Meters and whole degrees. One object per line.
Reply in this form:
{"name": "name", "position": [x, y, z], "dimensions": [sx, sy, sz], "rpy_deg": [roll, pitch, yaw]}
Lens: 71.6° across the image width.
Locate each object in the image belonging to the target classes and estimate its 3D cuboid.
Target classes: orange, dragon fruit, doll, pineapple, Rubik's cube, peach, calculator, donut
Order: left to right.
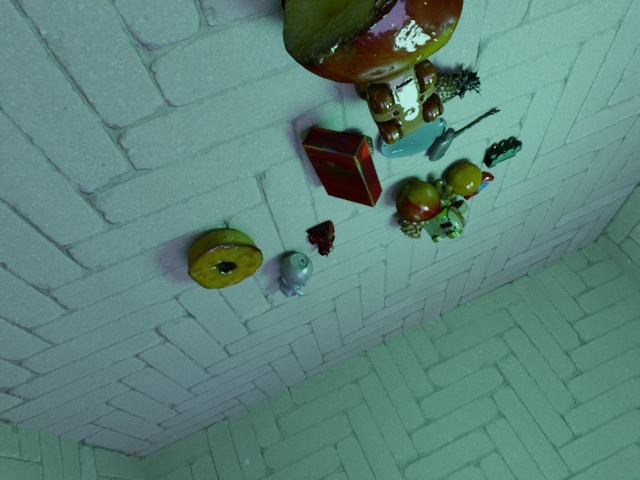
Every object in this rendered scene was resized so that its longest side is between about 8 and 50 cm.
{"name": "donut", "position": [-0.372, 0.066, 1.706], "dimensions": [0.303, 0.110, 0.302], "rpy_deg": [-19, 149, -12]}
{"name": "doll", "position": [-0.124, 0.168, 2.022], "dimensions": [0.151, 0.150, 0.287], "rpy_deg": [-13, 152, -23]}
{"name": "dragon fruit", "position": [0.010, 0.014, 1.933], "dimensions": [0.123, 0.092, 0.192], "rpy_deg": [-18, 147, -16]}
{"name": "Rubik's cube", "position": [0.137, -0.324, 1.550], "dimensions": [0.093, 0.111, 0.111], "rpy_deg": [-8, 151, 15]}
{"name": "peach", "position": [0.112, -0.530, 1.013], "dimensions": [0.417, 0.338, 0.353], "rpy_deg": [-17, 146, -9]}
{"name": "pineapple", "position": [0.412, -0.095, 2.074], "dimensions": [0.137, 0.161, 0.175], "rpy_deg": [13, 148, 5]}
{"name": "calculator", "position": [0.353, -0.393, 1.665], "dimensions": [0.299, 0.041, 0.185], "rpy_deg": [-17, 146, -20]}
{"name": "peach", "position": [0.427, -0.162, 1.914], "dimensions": [0.198, 0.197, 0.197], "rpy_deg": [-20, 147, -13]}
{"name": "doll", "position": [0.528, -0.201, 1.983], "dimensions": [0.209, 0.137, 0.097], "rpy_deg": [70, 41, -69]}
{"name": "pineapple", "position": [0.445, -0.525, 1.498], "dimensions": [0.252, 0.125, 0.125], "rpy_deg": [-18, 147, -25]}
{"name": "orange", "position": [0.640, -0.270, 1.970], "dimensions": [0.159, 0.136, 0.158], "rpy_deg": [-17, 147, -12]}

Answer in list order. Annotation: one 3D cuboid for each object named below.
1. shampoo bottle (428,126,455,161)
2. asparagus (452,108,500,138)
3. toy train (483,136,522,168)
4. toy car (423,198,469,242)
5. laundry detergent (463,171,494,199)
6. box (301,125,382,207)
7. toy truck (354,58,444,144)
{"name": "shampoo bottle", "position": [0.486, -0.381, 1.761], "dimensions": [0.080, 0.040, 0.165], "rpy_deg": [-26, 158, -21]}
{"name": "asparagus", "position": [0.615, -0.466, 1.780], "dimensions": [0.233, 0.022, 0.023], "rpy_deg": [-30, 104, 7]}
{"name": "toy train", "position": [0.825, -0.397, 2.000], "dimensions": [0.171, 0.071, 0.111], "rpy_deg": [-23, 157, -10]}
{"name": "toy car", "position": [0.620, -0.114, 2.161], "dimensions": [0.235, 0.145, 0.235], "rpy_deg": [-36, -172, 6]}
{"name": "laundry detergent", "position": [0.767, -0.260, 2.167], "dimensions": [0.098, 0.049, 0.165], "rpy_deg": [0, 141, -43]}
{"name": "box", "position": [0.083, -0.246, 1.519], "dimensions": [0.089, 0.198, 0.313], "rpy_deg": [-63, 153, -16]}
{"name": "toy truck", "position": [0.227, -0.452, 1.331], "dimensions": [0.205, 0.211, 0.288], "rpy_deg": [-30, 145, 3]}
